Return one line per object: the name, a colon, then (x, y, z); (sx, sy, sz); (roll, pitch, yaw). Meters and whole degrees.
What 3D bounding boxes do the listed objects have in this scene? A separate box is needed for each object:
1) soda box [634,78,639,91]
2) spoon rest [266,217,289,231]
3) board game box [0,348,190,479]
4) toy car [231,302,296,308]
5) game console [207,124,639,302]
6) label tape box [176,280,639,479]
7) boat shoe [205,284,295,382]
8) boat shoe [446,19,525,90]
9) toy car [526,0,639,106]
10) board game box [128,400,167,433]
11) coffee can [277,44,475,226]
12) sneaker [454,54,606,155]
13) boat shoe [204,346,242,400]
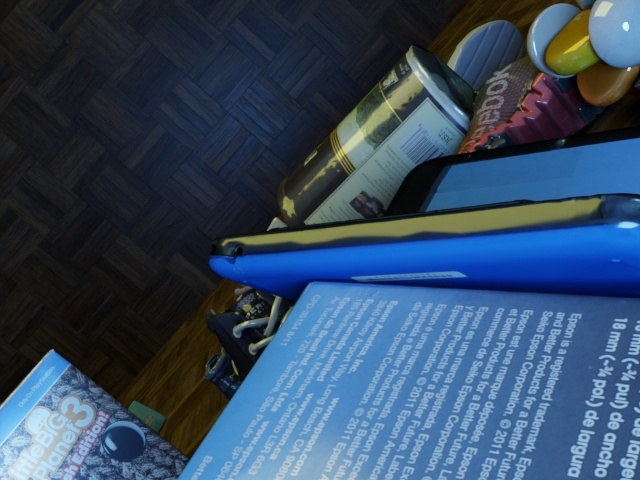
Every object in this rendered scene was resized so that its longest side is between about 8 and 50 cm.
soda box: (0.357, -0.183, 0.679); (0.169, 0.053, 0.060); (-49, 9, -6)
spoon rest: (0.000, 0.000, 1.389); (0.137, 0.084, 0.276); (-59, -21, 18)
board game box: (-0.284, 0.311, 0.910); (0.232, 0.291, 0.141); (-53, 10, -23)
toy car: (-0.013, 0.116, 1.097); (0.188, 0.149, 0.155); (-21, -3, -30)
game console: (0.115, -0.036, 0.524); (0.293, 0.250, 0.173); (-6, 70, 39)
label tape box: (0.092, 0.137, 0.321); (0.333, 0.106, 0.241); (1, 42, 36)
boat shoe: (-0.031, 0.125, 0.805); (0.127, 0.158, 0.340); (-40, 12, -20)
boat shoe: (0.225, -0.237, 1.312); (0.335, 0.121, 0.119); (-54, 14, -19)
toy car: (0.310, -0.213, 0.764); (0.182, 0.136, 0.159); (-52, 16, -4)
board game box: (-0.368, 0.445, 1.238); (0.316, 0.064, 0.242); (-60, 2, 29)
coffee can: (0.103, -0.100, 1.074); (0.275, 0.201, 0.201); (-44, 10, 23)
sneaker: (0.215, -0.122, 0.889); (0.276, 0.097, 0.135); (-49, 27, -11)
boat shoe: (-0.140, 0.204, 1.334); (0.065, 0.083, 0.183); (-45, 9, 20)
